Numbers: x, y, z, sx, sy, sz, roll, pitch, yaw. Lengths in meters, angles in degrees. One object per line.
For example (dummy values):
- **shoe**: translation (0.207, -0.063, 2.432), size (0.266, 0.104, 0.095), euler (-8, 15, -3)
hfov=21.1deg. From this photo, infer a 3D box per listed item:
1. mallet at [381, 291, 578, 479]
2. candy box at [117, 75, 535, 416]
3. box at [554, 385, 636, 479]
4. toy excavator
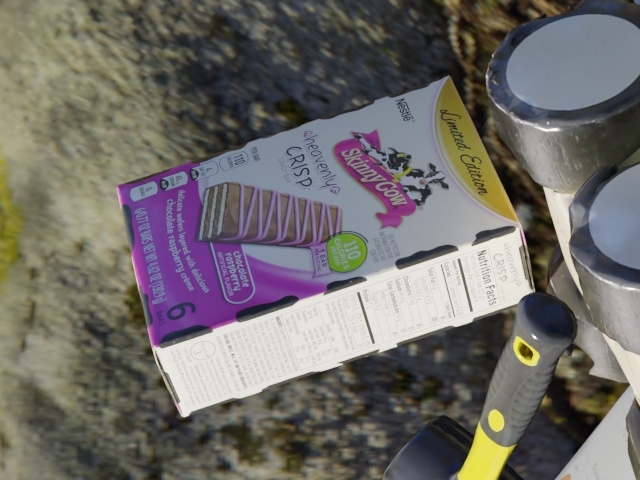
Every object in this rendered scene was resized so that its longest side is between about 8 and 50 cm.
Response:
- **mallet**: translation (0.064, 0.069, 0.553), size (0.062, 0.190, 0.039), euler (44, 70, 9)
- **candy box**: translation (0.000, 0.000, 1.083), size (0.233, 0.071, 0.159), euler (-18, 43, -1)
- **box**: translation (0.309, 0.192, 1.321), size (0.168, 0.215, 0.345), euler (36, 100, -3)
- **toy excavator**: translation (0.326, -0.088, 0.999), size (0.445, 0.222, 0.433), euler (-21, 40, 2)
